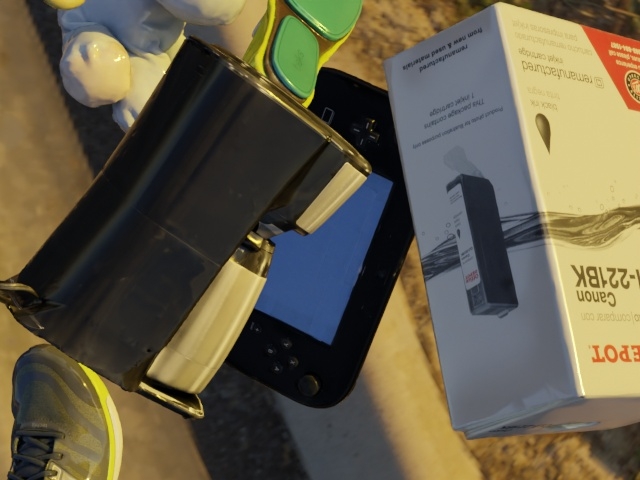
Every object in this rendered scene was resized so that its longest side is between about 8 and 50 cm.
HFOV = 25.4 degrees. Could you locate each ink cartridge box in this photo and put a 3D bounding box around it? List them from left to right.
[{"bbox_3d":[0.169,-0.008,1.000,0.114,0.197,0.273,-22,71,43],"label":"ink cartridge box"}]

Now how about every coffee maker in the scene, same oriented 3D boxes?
[{"bbox_3d":[-0.082,-0.016,0.764,0.120,0.171,0.178,36,93,38],"label":"coffee maker"}]

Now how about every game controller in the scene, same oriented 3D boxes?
[{"bbox_3d":[0.000,0.000,1.343,0.166,0.067,0.319,23,109,7],"label":"game controller"}]

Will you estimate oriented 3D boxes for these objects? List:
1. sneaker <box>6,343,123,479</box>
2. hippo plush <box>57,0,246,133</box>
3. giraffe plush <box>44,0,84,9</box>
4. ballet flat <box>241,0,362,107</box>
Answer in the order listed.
[{"bbox_3d":[-0.258,0.247,1.334,0.111,0.121,0.300,-6,85,24],"label":"sneaker"},{"bbox_3d":[-0.170,-0.274,1.635,0.236,0.234,0.294,-42,49,19],"label":"hippo plush"},{"bbox_3d":[-0.179,-0.262,0.954,0.170,0.210,0.181,40,129,-21],"label":"giraffe plush"},{"bbox_3d":[-0.028,-0.160,1.150,0.077,0.231,0.077,44,124,-16],"label":"ballet flat"}]
